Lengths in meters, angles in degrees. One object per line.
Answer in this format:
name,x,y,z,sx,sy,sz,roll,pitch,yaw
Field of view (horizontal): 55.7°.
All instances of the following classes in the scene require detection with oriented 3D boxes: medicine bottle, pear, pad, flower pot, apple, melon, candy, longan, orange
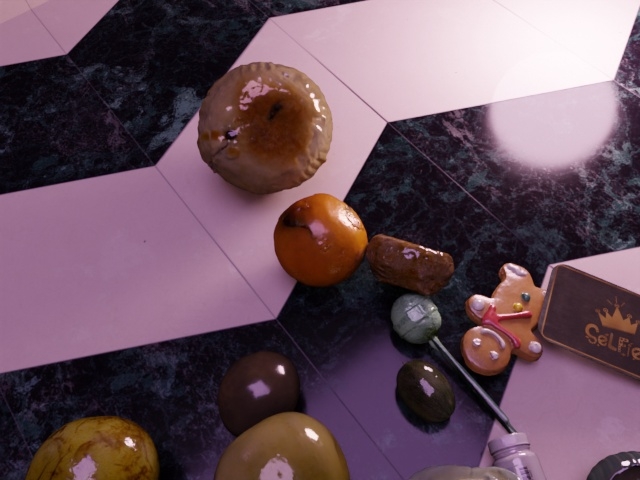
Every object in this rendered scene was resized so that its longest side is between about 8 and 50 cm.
medicine bottle,0.435,0.521,1.307,0.103,0.102,0.186,-12,59,-3
pear,-0.484,0.516,1.294,0.284,0.283,0.283,-2,59,3
pad,0.720,0.221,1.447,0.376,0.063,0.314,22,58,8
flower pot,0.676,0.535,1.249,0.243,0.157,0.189,8,59,10
apple,-0.078,0.513,1.267,0.292,0.292,0.254,-28,52,-12
melon,0.244,0.348,1.421,0.114,0.114,0.167,-31,64,-14
candy,0.330,0.308,1.463,0.119,0.119,0.440,-34,71,-15
longan,-0.144,0.355,1.408,0.198,0.198,0.212,39,71,24
orange,0.000,0.000,1.578,0.246,0.246,0.246,-2,59,3

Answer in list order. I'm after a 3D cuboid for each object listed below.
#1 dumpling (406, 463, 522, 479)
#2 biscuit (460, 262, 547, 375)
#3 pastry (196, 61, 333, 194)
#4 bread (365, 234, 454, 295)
dumpling,0.268,0.579,1.225,0.321,0.211,0.269,-3,60,1
biscuit,0.464,0.198,1.486,0.216,0.047,0.340,42,56,20
pastry,-0.161,-0.317,1.735,0.389,0.312,0.388,-1,96,-6
bread,0.225,0.065,1.537,0.230,0.230,0.122,18,90,15
